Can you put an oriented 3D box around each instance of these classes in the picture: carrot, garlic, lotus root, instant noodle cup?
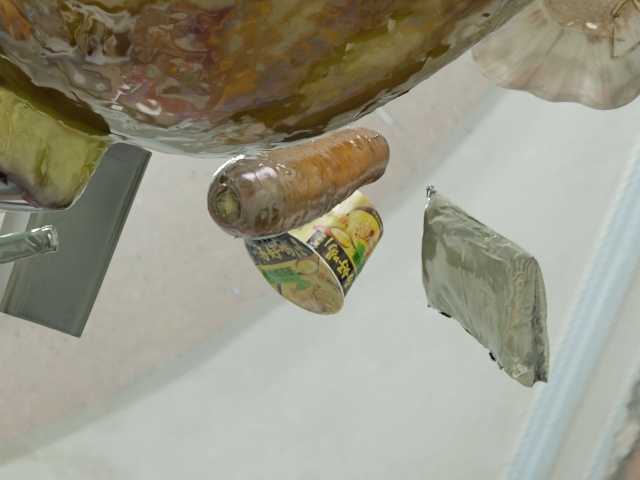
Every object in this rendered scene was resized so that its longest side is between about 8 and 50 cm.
[{"bbox_3d":[-0.007,-0.042,0.939,0.186,0.060,0.060,-24,-41,-53],"label":"carrot"},{"bbox_3d":[0.205,-0.204,1.080,0.199,0.226,0.199,2,-77,8],"label":"garlic"},{"bbox_3d":[-0.013,-0.116,0.426,0.314,0.141,0.169,-36,-39,17],"label":"lotus root"},{"bbox_3d":[0.000,0.000,1.737,0.122,0.151,0.151,-48,-42,-25],"label":"instant noodle cup"}]

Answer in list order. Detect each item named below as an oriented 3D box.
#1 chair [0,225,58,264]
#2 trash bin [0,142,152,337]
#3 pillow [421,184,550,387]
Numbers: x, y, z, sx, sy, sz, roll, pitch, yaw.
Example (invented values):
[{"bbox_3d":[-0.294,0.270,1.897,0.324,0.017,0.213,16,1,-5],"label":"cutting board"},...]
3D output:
[{"bbox_3d":[-0.276,-0.015,0.638,0.274,0.190,0.203,-21,-15,1],"label":"chair"},{"bbox_3d":[-0.314,-0.015,1.704,0.122,0.164,0.240,21,-99,-25],"label":"trash bin"},{"bbox_3d":[0.168,0.046,1.496,0.050,0.229,0.148,-8,-66,-26],"label":"pillow"}]
